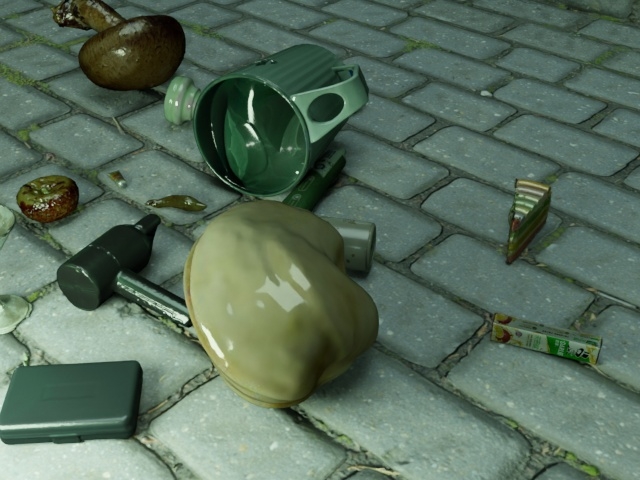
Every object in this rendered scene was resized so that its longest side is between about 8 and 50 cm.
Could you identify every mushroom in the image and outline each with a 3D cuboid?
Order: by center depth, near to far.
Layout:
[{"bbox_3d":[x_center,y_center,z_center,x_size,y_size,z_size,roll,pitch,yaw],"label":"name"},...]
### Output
[{"bbox_3d":[-0.582,-0.620,2.461,0.334,0.357,0.331,-23,-15,39],"label":"mushroom"}]

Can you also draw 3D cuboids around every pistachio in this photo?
[{"bbox_3d":[-0.070,0.106,1.465,0.365,0.281,0.446,21,39,-18],"label":"pistachio"}]

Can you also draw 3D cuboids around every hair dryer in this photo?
[{"bbox_3d":[-0.348,0.076,1.675,0.302,0.116,0.244,27,42,15],"label":"hair dryer"}]

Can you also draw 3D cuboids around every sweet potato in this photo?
[{"bbox_3d":[-0.345,-0.091,1.949,0.153,0.038,0.041,4,12,7],"label":"sweet potato"}]

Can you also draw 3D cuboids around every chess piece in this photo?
[{"bbox_3d":[-0.295,-0.366,2.285,0.271,0.139,0.139,16,36,1],"label":"chess piece"}]

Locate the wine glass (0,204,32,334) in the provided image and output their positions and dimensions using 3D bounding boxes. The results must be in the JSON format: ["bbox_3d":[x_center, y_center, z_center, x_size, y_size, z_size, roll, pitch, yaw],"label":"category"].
[{"bbox_3d":[-0.641,0.060,1.561,0.156,0.232,0.156,1,37,0],"label":"wine glass"}]

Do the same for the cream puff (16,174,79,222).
[{"bbox_3d":[-0.640,-0.094,1.907,0.148,0.085,0.149,-2,32,1],"label":"cream puff"}]

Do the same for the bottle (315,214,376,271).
[{"bbox_3d":[0.000,0.000,1.760,0.233,0.110,0.110,8,36,10],"label":"bottle"}]

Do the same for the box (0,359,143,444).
[{"bbox_3d":[-0.431,0.279,1.410,0.230,0.050,0.160,-2,36,-4],"label":"box"}]

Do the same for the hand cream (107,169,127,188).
[{"bbox_3d":[-0.514,-0.157,2.053,0.035,0.022,0.102,-22,36,-21],"label":"hand cream"}]

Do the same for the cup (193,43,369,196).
[{"bbox_3d":[-0.061,-0.311,2.036,0.400,0.310,0.392,15,34,19],"label":"cup"}]

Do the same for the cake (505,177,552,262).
[{"bbox_3d":[0.469,-0.047,1.833,0.090,0.110,0.225,10,36,13],"label":"cake"}]

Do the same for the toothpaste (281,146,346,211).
[{"bbox_3d":[-0.019,-0.130,1.990,0.098,0.061,0.392,9,38,24],"label":"toothpaste"}]

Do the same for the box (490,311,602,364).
[{"bbox_3d":[0.431,0.187,1.552,0.207,0.050,0.041,13,38,17],"label":"box"}]

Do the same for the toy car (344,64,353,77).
[{"bbox_3d":[-0.021,-0.469,2.384,0.314,0.166,0.198,-1,39,-4],"label":"toy car"}]
